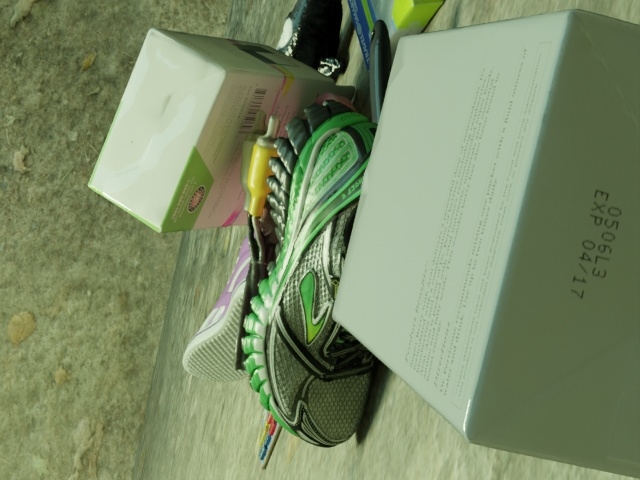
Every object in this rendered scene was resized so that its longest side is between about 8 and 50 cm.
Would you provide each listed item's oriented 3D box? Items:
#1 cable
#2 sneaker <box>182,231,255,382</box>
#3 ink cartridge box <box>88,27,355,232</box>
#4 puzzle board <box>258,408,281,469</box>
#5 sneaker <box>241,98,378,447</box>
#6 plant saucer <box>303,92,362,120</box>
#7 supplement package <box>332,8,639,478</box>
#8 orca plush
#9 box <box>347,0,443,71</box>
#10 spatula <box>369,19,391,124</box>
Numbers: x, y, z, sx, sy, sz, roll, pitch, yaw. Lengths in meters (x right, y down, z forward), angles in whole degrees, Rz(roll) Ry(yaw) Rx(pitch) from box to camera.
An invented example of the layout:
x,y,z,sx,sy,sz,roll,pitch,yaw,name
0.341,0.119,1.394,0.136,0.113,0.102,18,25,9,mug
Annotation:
x,y,z,sx,sy,sz,roll,pitch,yaw,name
-0.078,0.000,1.537,0.139,0.072,0.287,177,106,-84,cable
-0.106,0.088,1.958,0.282,0.102,0.161,-48,25,45,sneaker
-0.108,-0.132,1.658,0.353,0.119,0.207,-6,-56,-64,ink cartridge box
-0.059,0.219,1.761,0.096,0.011,0.128,-93,21,-55,puzzle board
0.019,0.053,1.269,0.146,0.134,0.344,31,127,41,sneaker
0.000,0.000,1.554,0.332,0.084,0.332,-167,90,-78,plant saucer
0.131,-0.003,0.674,0.293,0.175,0.178,-145,68,-78,supplement package
0.013,-0.274,1.908,0.151,0.102,0.287,0,-58,-56,orca plush
0.078,-0.267,1.518,0.178,0.042,0.109,129,130,-64,box
0.071,-0.079,1.346,0.084,0.030,0.297,139,126,-70,spatula
